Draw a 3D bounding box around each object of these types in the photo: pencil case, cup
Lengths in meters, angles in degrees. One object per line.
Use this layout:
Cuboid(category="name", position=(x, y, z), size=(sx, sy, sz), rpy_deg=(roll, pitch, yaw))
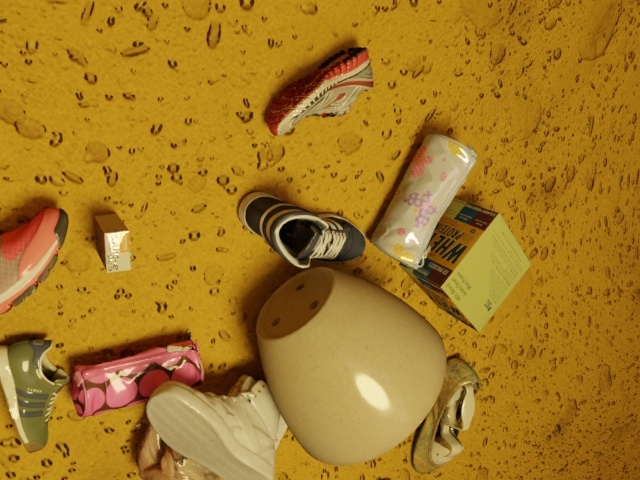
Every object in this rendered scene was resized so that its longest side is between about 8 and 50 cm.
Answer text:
Cuboid(category="pencil case", position=(0.208, -0.079, 1.076), size=(0.113, 0.124, 0.273), rpy_deg=(26, 92, -35))
Cuboid(category="pencil case", position=(-0.305, 0.224, 0.891), size=(0.209, 0.095, 0.098), rpy_deg=(-12, 148, -30))
Cuboid(category="cup", position=(0.020, 0.187, 0.953), size=(0.331, 0.331, 0.237), rpy_deg=(-44, 115, -11))

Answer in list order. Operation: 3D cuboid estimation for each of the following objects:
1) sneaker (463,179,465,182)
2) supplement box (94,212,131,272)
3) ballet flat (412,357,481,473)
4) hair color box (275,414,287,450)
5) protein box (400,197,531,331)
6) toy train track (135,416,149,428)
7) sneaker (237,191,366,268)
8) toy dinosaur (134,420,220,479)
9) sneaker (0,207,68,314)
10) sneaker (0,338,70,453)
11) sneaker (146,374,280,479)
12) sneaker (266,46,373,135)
Cuboid(category="sneaker", position=(0.286, -0.129, 1.162), size=(0.083, 0.031, 0.035), rpy_deg=(-46, 124, -9))
Cuboid(category="supplement box", position=(-0.313, 0.002, 0.797), size=(0.036, 0.098, 0.062), rpy_deg=(-7, 111, -29))
Cuboid(category="ballet flat", position=(0.326, 0.475, 1.361), size=(0.123, 0.123, 0.349), rpy_deg=(5, 105, -33))
Cuboid(category="hair color box", position=(-0.124, 0.383, 1.084), size=(0.093, 0.053, 0.167), rpy_deg=(24, 93, -35))
Cuboid(category="protein box", position=(0.327, 0.054, 1.191), size=(0.201, 0.136, 0.200), rpy_deg=(-50, 126, -7))
Cuboid(category="toy train track", position=(-0.298, 0.321, 0.977), size=(0.083, 0.014, 0.048), rpy_deg=(-28, 120, -20))
Cuboid(category="sneaker", position=(0.000, 0.000, 0.957), size=(0.282, 0.153, 0.099), rpy_deg=(19, 98, -35))
Cuboid(category="toy dinosaur", position=(-0.262, 0.429, 0.975), size=(0.200, 0.127, 0.296), rpy_deg=(-27, 112, 26))
Cuboid(category="sneaker", position=(-0.482, 0.050, 0.701), size=(0.314, 0.116, 0.136), rpy_deg=(-44, 123, -11))
Cuboid(category="sneaker", position=(-0.435, 0.239, 0.829), size=(0.086, 0.064, 0.192), rpy_deg=(-14, 112, -22))
Cuboid(category="sneaker", position=(-0.174, 0.294, 0.928), size=(0.108, 0.169, 0.293), rpy_deg=(-22, 124, 22))
Cuboid(category="sneaker", position=(0.009, -0.242, 0.914), size=(0.225, 0.088, 0.093), rpy_deg=(-36, 124, -15))
